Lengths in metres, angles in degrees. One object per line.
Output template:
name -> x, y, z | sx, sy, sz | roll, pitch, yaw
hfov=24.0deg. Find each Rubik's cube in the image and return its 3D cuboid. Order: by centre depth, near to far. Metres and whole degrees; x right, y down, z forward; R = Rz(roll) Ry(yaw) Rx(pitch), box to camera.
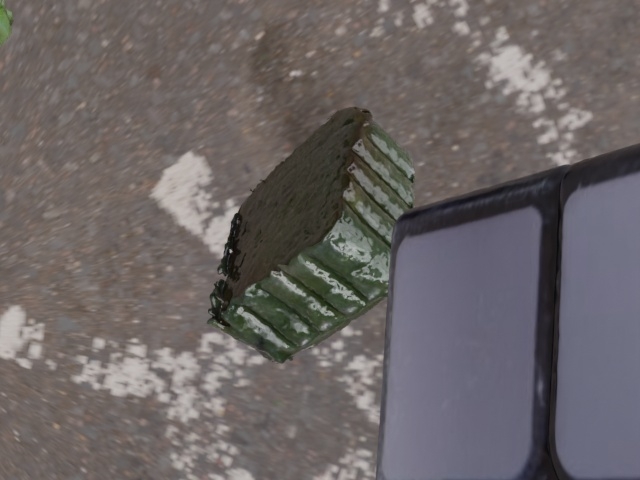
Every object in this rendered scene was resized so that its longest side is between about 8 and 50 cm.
Rubik's cube -> 0.224, 0.133, 0.696 | 0.318, 0.316, 0.313 | 10, 77, -27

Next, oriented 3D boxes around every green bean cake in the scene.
green bean cake -> 0.000, 0.000, 1.281 | 0.094, 0.181, 0.173 | 36, 39, -22

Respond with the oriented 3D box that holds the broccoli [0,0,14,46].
broccoli -> -0.280, -0.300, 1.314 | 0.297, 0.297, 0.297 | 6, 64, -16
